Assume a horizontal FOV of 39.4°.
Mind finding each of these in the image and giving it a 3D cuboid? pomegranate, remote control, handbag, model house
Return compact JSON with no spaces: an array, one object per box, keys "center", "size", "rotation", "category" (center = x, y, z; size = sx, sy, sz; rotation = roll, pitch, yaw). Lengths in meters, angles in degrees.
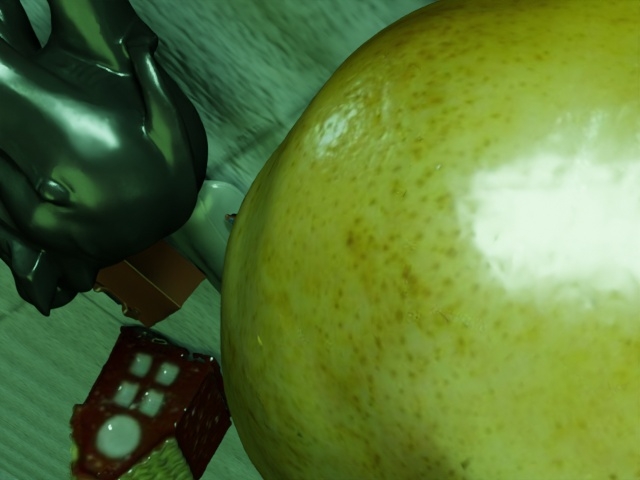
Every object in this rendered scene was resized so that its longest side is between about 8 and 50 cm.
[{"center":[0.134,0.061,0.541],"size":[0.417,0.416,0.416],"rotation":[18,146,13],"category":"pomegranate"},{"center":[-0.078,0.050,0.968],"size":[0.109,0.055,0.313],"rotation":[1,139,34],"category":"remote control"},{"center":[-0.210,0.032,1.001],"size":[0.127,0.062,0.190],"rotation":[41,156,-8],"category":"handbag"},{"center":[-0.243,0.280,1.223],"size":[0.160,0.254,0.196],"rotation":[13,145,14],"category":"model house"}]

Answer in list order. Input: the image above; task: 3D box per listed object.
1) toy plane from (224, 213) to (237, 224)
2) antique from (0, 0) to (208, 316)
[{"center":[0.002,-0.003,0.838],"size":[0.189,0.061,0.130],"rotation":[22,148,15],"category":"toy plane"},{"center":[-0.233,-0.078,0.762],"size":[0.322,0.185,0.255],"rotation":[-19,117,43],"category":"antique"}]
